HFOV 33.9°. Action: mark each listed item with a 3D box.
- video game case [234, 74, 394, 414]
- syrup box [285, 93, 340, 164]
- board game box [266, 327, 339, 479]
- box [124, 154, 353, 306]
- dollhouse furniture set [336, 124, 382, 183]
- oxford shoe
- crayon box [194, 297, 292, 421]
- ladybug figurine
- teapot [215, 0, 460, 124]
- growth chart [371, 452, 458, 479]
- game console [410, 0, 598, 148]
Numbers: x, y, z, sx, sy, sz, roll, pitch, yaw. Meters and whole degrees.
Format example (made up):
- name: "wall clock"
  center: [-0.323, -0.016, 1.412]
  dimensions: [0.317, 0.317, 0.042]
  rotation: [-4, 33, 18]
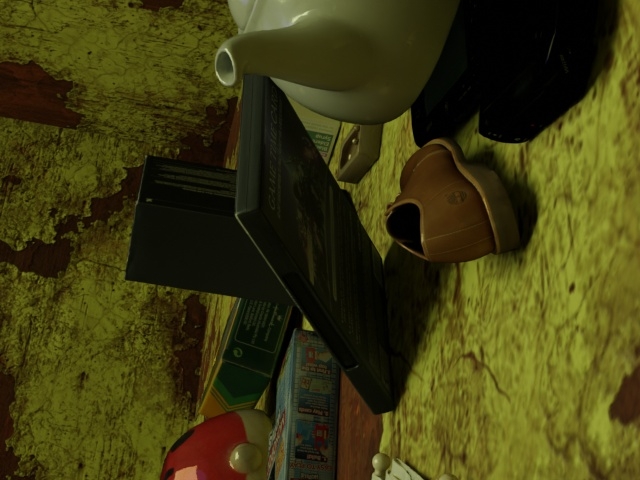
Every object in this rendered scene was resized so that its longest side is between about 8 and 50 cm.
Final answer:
- name: "video game case"
  center: [0.000, 0.000, 0.931]
  dimensions: [0.196, 0.026, 0.274]
  rotation: [-91, -24, -46]
- name: "syrup box"
  center: [-0.026, -0.219, 1.578]
  dimensions: [0.237, 0.093, 0.096]
  rotation: [-91, 14, -46]
- name: "board game box"
  center: [-0.025, 0.240, 1.223]
  dimensions: [0.194, 0.060, 0.194]
  rotation: [-90, 13, -47]
- name: "box"
  center: [-0.092, -0.010, 1.253]
  dimensions: [0.184, 0.261, 0.103]
  rotation: [-107, 28, -70]
- name: "dollhouse furniture set"
  center: [0.001, -0.161, 1.266]
  dimensions: [0.144, 0.123, 0.151]
  rotation: [133, 145, -73]
- name: "oxford shoe"
  center: [0.079, -0.029, 0.779]
  dimensions: [0.212, 0.076, 0.076]
  rotation: [-119, 10, -79]
- name: "crayon box"
  center: [-0.114, 0.163, 1.662]
  dimensions: [0.323, 0.083, 0.203]
  rotation: [119, 169, -61]
- name: "ladybug figurine"
  center: [-0.170, 0.419, 1.594]
  dimensions: [0.449, 0.161, 0.305]
  rotation: [110, 166, -46]
- name: "teapot"
  center: [0.002, -0.227, 0.857]
  dimensions: [0.256, 0.187, 0.253]
  rotation: [-150, 75, -78]
- name: "growth chart"
  center: [0.062, 0.255, 0.821]
  dimensions: [0.237, 0.021, 0.172]
  rotation: [152, 125, -79]
- name: "game console"
  center: [0.124, -0.156, 0.790]
  dimensions: [0.361, 0.043, 0.213]
  rotation: [128, 150, -72]
